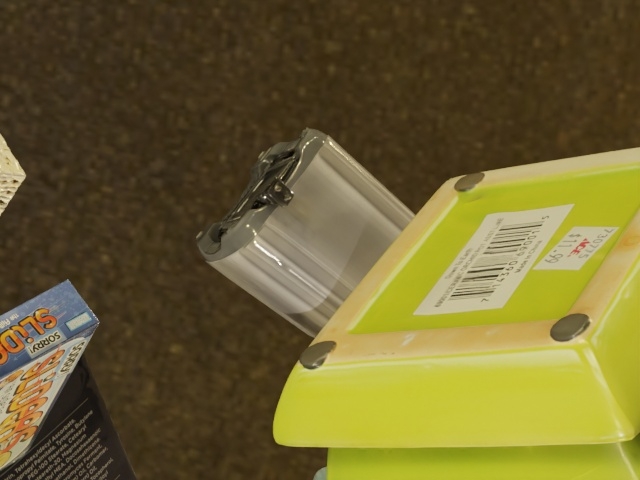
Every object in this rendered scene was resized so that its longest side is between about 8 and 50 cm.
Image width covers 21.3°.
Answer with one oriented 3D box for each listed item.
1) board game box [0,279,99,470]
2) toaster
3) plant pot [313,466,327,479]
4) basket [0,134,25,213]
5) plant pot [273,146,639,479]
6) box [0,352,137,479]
[{"bbox_3d":[-0.219,0.110,1.024,0.136,0.035,0.201,-31,166,-34],"label":"board game box"},{"bbox_3d":[0.000,0.000,1.369,0.146,0.227,0.129,38,77,-9],"label":"toaster"},{"bbox_3d":[0.121,0.394,1.685,0.247,0.252,0.248,2,116,-13],"label":"plant pot"},{"bbox_3d":[-0.409,-0.092,1.829,0.103,0.167,0.113,-46,155,23],"label":"basket"},{"bbox_3d":[0.126,0.085,0.805,0.228,0.227,0.207,-49,120,-40],"label":"plant pot"},{"bbox_3d":[-0.317,0.229,1.419,0.179,0.343,0.312,-44,129,-37],"label":"box"}]
